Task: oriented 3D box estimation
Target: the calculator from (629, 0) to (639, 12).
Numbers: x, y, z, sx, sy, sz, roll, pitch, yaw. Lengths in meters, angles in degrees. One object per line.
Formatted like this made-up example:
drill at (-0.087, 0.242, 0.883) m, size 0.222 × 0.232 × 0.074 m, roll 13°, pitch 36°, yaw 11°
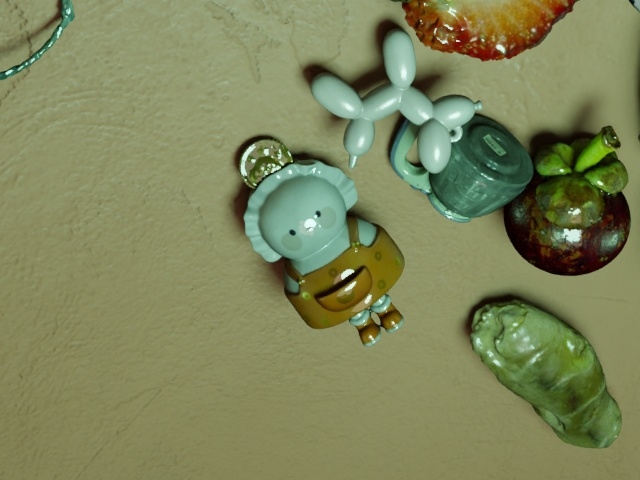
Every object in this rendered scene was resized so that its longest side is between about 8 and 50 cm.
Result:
calculator at (0.384, -0.299, 1.903) m, size 0.103 × 0.024 × 0.166 m, roll -40°, pitch 128°, yaw 14°

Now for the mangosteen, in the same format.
mangosteen at (0.282, -0.050, 1.976) m, size 0.145 × 0.156 × 0.181 m, roll -8°, pitch 127°, yaw 4°

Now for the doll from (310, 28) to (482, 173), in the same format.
doll at (0.087, -0.143, 1.867) m, size 0.161 × 0.059 × 0.160 m, roll -29°, pitch 95°, yaw 6°

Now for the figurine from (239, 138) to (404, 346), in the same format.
figurine at (0.000, 0.000, 1.951) m, size 0.143 × 0.143 × 0.271 m, roll -34°, pitch 94°, yaw 9°

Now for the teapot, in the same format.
teapot at (0.156, -0.077, 1.944) m, size 0.149 × 0.111 × 0.108 m, roll 13°, pitch 132°, yaw -29°

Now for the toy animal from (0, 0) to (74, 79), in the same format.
toy animal at (-0.364, -0.179, 1.748) m, size 0.253 × 0.070 × 0.079 m, roll -17°, pitch 143°, yaw -7°

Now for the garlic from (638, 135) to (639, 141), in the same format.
garlic at (0.410, -0.170, 1.894) m, size 0.148 × 0.128 × 0.267 m, roll 19°, pitch 130°, yaw 25°

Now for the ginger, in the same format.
ginger at (0.290, 0.164, 2.150) m, size 0.116 × 0.109 × 0.263 m, roll -45°, pitch 127°, yaw -4°

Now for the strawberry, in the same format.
strawberry at (0.180, -0.272, 1.823) m, size 0.236 × 0.106 × 0.175 m, roll 9°, pitch 84°, yaw -23°
